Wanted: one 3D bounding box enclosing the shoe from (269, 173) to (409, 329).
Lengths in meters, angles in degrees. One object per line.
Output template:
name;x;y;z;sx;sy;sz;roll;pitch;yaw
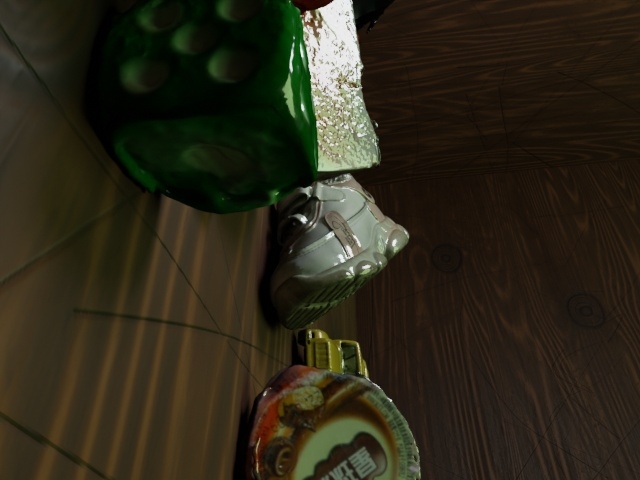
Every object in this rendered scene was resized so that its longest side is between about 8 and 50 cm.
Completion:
shoe;-0.002;0.002;0.869;0.198;0.172;0.351;50;26;5

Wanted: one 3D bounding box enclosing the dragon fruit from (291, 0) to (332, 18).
dragon fruit;-0.040;-0.293;0.407;0.252;0.241;0.240;-71;156;-60

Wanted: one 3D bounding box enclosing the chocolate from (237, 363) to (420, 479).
chocolate;-0.009;0.263;0.625;0.147;0.222;0.221;126;-32;-54

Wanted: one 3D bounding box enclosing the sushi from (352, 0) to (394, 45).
sushi;-0.017;-0.427;0.946;0.212;0.216;0.227;72;-7;-83

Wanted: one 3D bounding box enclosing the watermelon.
watermelon;-0.026;-0.227;0.668;0.224;0.180;0.304;-166;-111;-81

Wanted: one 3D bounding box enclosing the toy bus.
toy bus;0.034;0.280;1.046;0.335;0.123;0.121;75;12;-58

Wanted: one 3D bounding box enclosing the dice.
dice;-0.070;-0.099;0.383;0.128;0.131;0.120;73;14;-62
